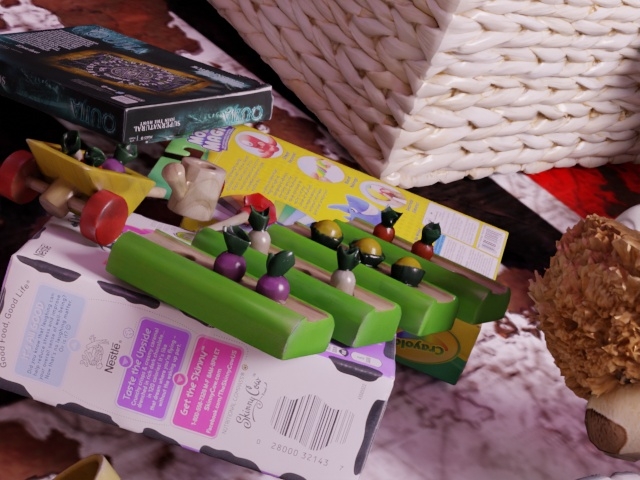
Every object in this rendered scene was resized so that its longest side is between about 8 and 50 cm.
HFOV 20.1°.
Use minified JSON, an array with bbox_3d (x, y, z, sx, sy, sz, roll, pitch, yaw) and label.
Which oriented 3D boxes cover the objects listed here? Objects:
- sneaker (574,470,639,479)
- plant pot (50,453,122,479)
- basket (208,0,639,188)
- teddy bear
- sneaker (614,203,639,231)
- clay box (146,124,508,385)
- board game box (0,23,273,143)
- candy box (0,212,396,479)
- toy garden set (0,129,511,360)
[{"bbox_3d":[0.112,0.192,0.889,0.229,0.086,0.132,-3,43,-19],"label":"sneaker"},{"bbox_3d":[-0.106,0.169,0.749,0.095,0.134,0.134,46,30,-10],"label":"plant pot"},{"bbox_3d":[0.123,-0.236,1.366,0.328,0.266,0.331,-6,40,-38],"label":"basket"},{"bbox_3d":[0.265,0.103,0.972,0.338,0.113,0.245,22,8,-29],"label":"teddy bear"},{"bbox_3d":[0.259,0.061,1.135,0.232,0.115,0.090,35,33,20],"label":"sneaker"},{"bbox_3d":[0.000,0.000,1.130,0.222,0.053,0.127,22,30,3],"label":"clay box"},{"bbox_3d":[-0.139,-0.105,1.177,0.126,0.026,0.186,-13,26,-44],"label":"board game box"},{"bbox_3d":[-0.062,0.050,0.945,0.196,0.070,0.165,18,13,-1],"label":"candy box"},{"bbox_3d":[-0.031,-0.010,0.964,0.204,0.049,0.244,25,15,26],"label":"toy garden set"}]
